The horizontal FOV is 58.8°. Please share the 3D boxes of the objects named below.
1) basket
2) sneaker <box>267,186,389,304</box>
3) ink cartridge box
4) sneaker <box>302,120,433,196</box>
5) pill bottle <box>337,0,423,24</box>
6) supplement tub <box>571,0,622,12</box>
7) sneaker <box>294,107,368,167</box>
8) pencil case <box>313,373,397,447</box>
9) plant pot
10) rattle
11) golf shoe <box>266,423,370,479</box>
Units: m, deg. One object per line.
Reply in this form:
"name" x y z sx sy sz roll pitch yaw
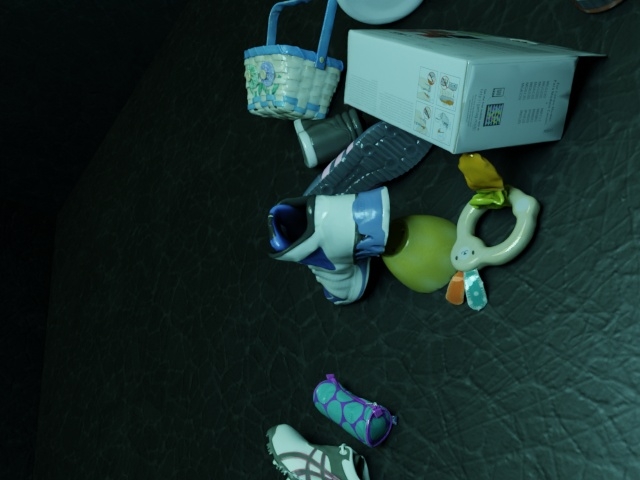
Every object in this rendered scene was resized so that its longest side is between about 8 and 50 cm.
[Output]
"basket" -0.061 -0.435 1.349 0.255 0.201 0.288 12 92 54
"sneaker" 0.000 0.000 0.962 0.315 0.183 0.127 103 172 -64
"ink cartridge box" 0.232 -0.254 0.907 0.309 0.272 0.129 43 137 53
"sneaker" 0.084 -0.152 1.108 0.319 0.112 0.131 -36 17 21
"pill bottle" 0.115 -0.667 1.244 0.210 0.210 0.362 -34 47 37
"supplement tub" 0.366 -0.418 0.804 0.106 0.198 0.105 -26 53 42
"sneaker" 0.025 -0.226 1.234 0.147 0.104 0.295 -18 16 -1
"pencil case" 0.052 0.281 0.945 0.152 0.065 0.070 14 99 53
"plant pot" 0.152 0.010 0.935 0.134 0.095 0.134 -27 52 41
"rattle" 0.219 -0.005 0.830 0.130 0.143 0.199 41 99 33
"golf shoe" 0.014 0.379 0.934 0.120 0.105 0.273 -51 42 -4
